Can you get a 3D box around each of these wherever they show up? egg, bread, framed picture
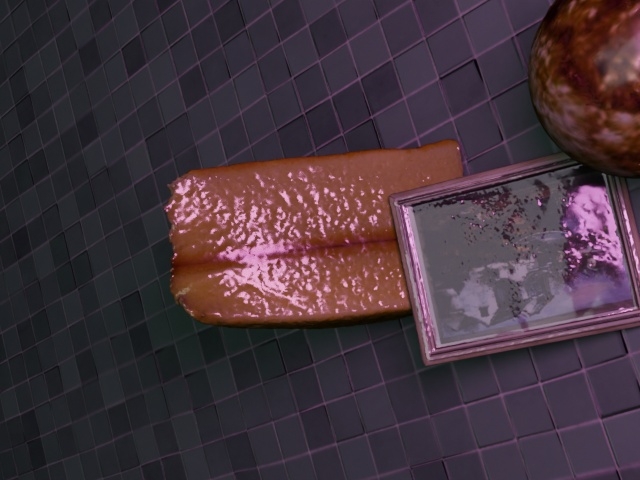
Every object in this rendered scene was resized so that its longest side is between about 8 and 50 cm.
[{"bbox_3d":[0.360,-0.195,0.995,0.289,0.238,0.238,-34,70,27],"label":"egg"},{"bbox_3d":[0.000,0.000,1.239,0.245,0.362,0.233,-14,82,43],"label":"bread"},{"bbox_3d":[0.243,0.019,1.180,0.296,0.019,0.232,-14,83,19],"label":"framed picture"}]
